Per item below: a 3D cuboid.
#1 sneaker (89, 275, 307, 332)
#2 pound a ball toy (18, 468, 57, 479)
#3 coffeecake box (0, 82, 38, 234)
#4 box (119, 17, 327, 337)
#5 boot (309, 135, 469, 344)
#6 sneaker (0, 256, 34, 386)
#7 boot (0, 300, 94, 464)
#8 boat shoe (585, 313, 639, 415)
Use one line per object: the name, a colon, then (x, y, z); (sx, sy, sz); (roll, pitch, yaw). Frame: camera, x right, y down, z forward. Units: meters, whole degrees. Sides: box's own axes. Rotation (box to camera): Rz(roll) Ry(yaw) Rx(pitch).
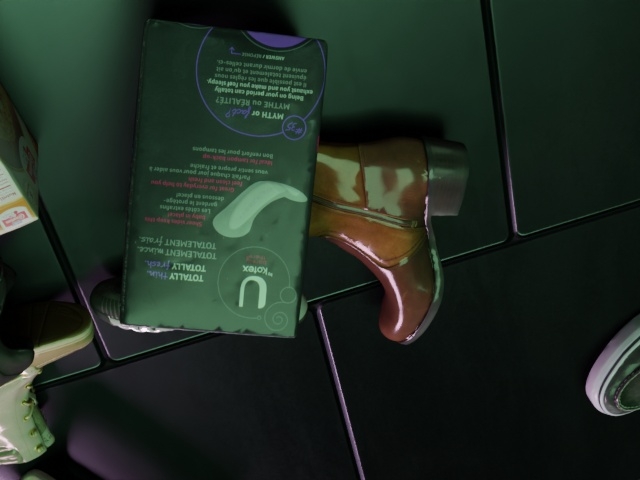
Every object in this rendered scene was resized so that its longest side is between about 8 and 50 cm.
sneaker: (-0.133, 0.040, 1.145); (0.234, 0.078, 0.106); (0, 132, 6)
pound a ball toy: (-0.313, 0.423, 1.318); (0.319, 0.135, 0.208); (43, 68, -33)
coffeecake box: (-0.326, -0.113, 0.974); (0.068, 0.142, 0.185); (-22, 126, 0)
box: (-0.093, -0.059, 1.008); (0.165, 0.143, 0.270); (6, 97, -8)
boot: (0.000, 0.000, 1.173); (0.280, 0.096, 0.264); (2, 130, -12)
sneaker: (-0.376, 0.027, 1.066); (0.130, 0.109, 0.286); (-23, 112, -9)
boot: (-0.326, 0.163, 1.199); (0.213, 0.077, 0.165); (-19, 125, 4)
boat shoe: (0.497, 0.131, 1.376); (0.335, 0.119, 0.121); (-36, 125, 9)
